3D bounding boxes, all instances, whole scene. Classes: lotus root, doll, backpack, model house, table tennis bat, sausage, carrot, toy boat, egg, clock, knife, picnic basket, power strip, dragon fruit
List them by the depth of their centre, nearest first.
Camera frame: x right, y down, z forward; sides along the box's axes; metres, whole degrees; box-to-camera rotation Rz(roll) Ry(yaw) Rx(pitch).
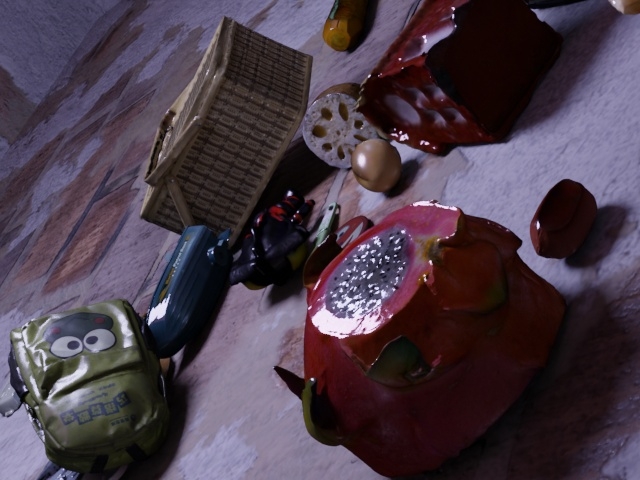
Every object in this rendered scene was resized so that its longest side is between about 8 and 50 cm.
[{"bbox_3d":[0.087,0.087,1.385,0.291,0.189,0.290,-39,22,20],"label":"dragon fruit"},{"bbox_3d":[0.254,-0.020,1.443,0.059,0.054,0.094,17,59,26],"label":"sausage"},{"bbox_3d":[0.164,-0.230,1.843,0.196,0.160,0.254,-55,21,-21],"label":"model house"},{"bbox_3d":[0.037,0.011,1.850,0.098,0.019,0.155,-47,19,0],"label":"table tennis bat"},{"bbox_3d":[0.078,-0.101,1.893,0.071,0.071,0.083,-39,40,18],"label":"egg"},{"bbox_3d":[-0.312,0.207,1.896,0.207,0.140,0.253,-16,49,-14],"label":"backpack"},{"bbox_3d":[0.000,0.000,1.917,0.030,0.014,0.207,-42,15,30],"label":"knife"},{"bbox_3d":[-0.355,0.353,1.919,0.229,0.063,0.155,-35,25,24],"label":"clock"},{"bbox_3d":[-0.064,0.003,1.970,0.127,0.088,0.248,-62,7,18],"label":"doll"},{"bbox_3d":[0.034,-0.178,2.047,0.122,0.112,0.081,-32,24,35],"label":"lotus root"},{"bbox_3d":[-0.207,0.082,2.070,0.103,0.093,0.246,-20,34,36],"label":"toy boat"},{"bbox_3d":[-0.159,-0.162,2.174,0.312,0.175,0.228,-60,13,30],"label":"picnic basket"},{"bbox_3d":[0.053,-0.424,2.507,0.070,0.070,0.260,-34,24,29],"label":"carrot"},{"bbox_3d":[-0.520,0.214,2.509,0.060,0.027,0.252,-27,29,40],"label":"power strip"}]

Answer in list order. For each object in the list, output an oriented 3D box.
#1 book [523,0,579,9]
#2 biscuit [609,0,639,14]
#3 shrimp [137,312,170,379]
[{"bbox_3d":[0.241,-0.350,1.832,0.157,0.231,0.026,2,81,62],"label":"book"},{"bbox_3d":[0.397,-0.426,1.731,0.205,0.040,0.309,-26,60,6],"label":"biscuit"},{"bbox_3d":[-0.280,0.192,2.064,0.145,0.061,0.267,-27,25,23],"label":"shrimp"}]
